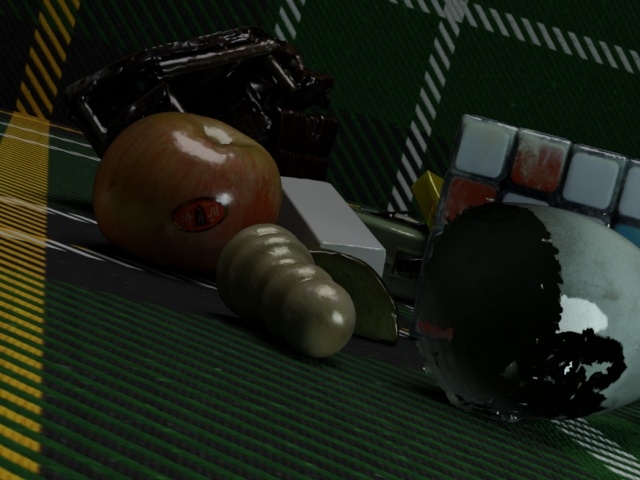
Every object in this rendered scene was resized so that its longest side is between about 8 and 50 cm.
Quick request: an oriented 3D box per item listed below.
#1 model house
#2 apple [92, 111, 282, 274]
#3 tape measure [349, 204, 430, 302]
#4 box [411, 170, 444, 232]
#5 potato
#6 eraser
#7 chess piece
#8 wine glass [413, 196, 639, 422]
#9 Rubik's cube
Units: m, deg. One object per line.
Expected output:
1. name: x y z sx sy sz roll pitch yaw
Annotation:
1. model house: -0.123 -0.115 2.124 0.282 0.297 0.317 64 17 17
2. apple: -0.145 -0.048 1.750 0.209 0.164 0.209 22 14 -6
3. tape measure: 0.110 0.014 2.133 0.207 0.115 0.235 16 4 32
4. box: 0.240 0.023 2.091 0.279 0.041 0.153 28 28 -37
5. potato: 0.011 0.044 1.658 0.149 0.081 0.120 15 7 -7
6. eraser: 0.000 0.001 1.856 0.076 0.078 0.298 7 15 -13
7. chess piece: -0.022 0.054 1.451 0.094 0.094 0.170 13 13 -31
8. wine glass: 0.252 0.077 1.431 0.357 0.190 0.190 11 7 -40
9. Rubik's cube: 0.265 0.015 1.785 0.256 0.253 0.259 16 7 15
